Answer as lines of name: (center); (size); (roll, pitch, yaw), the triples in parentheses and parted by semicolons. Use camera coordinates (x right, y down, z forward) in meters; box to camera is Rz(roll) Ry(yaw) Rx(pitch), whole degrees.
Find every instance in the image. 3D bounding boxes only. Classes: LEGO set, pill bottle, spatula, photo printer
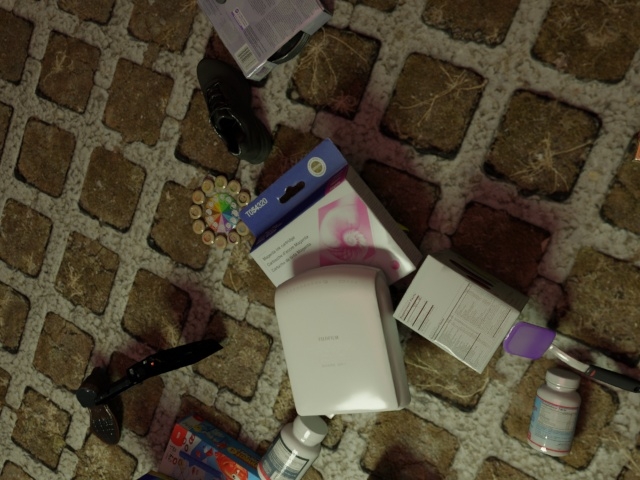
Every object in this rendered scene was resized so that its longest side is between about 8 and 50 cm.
LEGO set: (0.177, 0.133, 1.510); (0.083, 0.023, 0.054); (-38, 77, 34)
pill bottle: (0.477, 0.346, 1.362); (0.087, 0.087, 0.160); (12, 98, 21)
spatula: (0.504, 0.240, 1.329); (0.296, 0.030, 0.084); (24, 120, 1)
photo printer: (0.041, 0.206, 1.412); (0.255, 0.107, 0.308); (-9, 94, 24)
pill bottle: (-0.061, 0.495, 1.589); (0.108, 0.108, 0.180); (38, 106, 16)

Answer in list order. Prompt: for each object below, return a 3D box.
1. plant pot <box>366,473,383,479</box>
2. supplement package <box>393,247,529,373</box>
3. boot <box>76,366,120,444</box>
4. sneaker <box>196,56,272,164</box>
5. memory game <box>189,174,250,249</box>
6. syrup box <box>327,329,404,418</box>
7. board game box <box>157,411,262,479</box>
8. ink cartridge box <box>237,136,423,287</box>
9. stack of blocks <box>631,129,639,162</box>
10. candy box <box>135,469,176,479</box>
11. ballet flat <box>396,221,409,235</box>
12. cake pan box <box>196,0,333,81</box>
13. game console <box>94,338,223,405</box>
plant pot: (0.183, 0.655, 1.462); (0.230, 0.215, 0.216); (18, 101, 6)
supplement package: (0.290, 0.134, 1.365); (0.203, 0.194, 0.149); (33, 105, 17)
boot: (-0.587, 0.450, 1.833); (0.082, 0.106, 0.219); (-8, 119, 6)
sneaker: (-0.218, -0.314, 1.581); (0.109, 0.130, 0.286); (-35, 79, 23)
memory game: (-0.249, -0.070, 1.675); (0.186, 0.012, 0.186); (2, 95, 22)
syrup box: (0.074, 0.281, 1.523); (0.096, 0.093, 0.237); (41, 108, 14)
board game box: (-0.275, 0.652, 1.702); (0.301, 0.086, 0.309); (26, 104, 19)
ink cartridge box: (0.000, 0.000, 1.473); (0.324, 0.071, 0.330); (-37, 95, 34)
stack of blocks: (0.716, -0.153, 1.177); (0.297, 0.171, 0.087); (15, 100, 21)
candy box: (-0.378, 0.675, 1.528); (0.268, 0.317, 0.122); (13, 97, 20)
ballet flat: (0.084, -0.029, 1.509); (0.230, 0.077, 0.077); (-11, 73, 25)
cake pan box: (-0.133, -0.543, 1.561); (0.245, 0.070, 0.267); (-37, 80, 23)
game console: (-0.425, 0.333, 1.684); (0.361, 0.213, 0.044); (-31, 77, 33)
